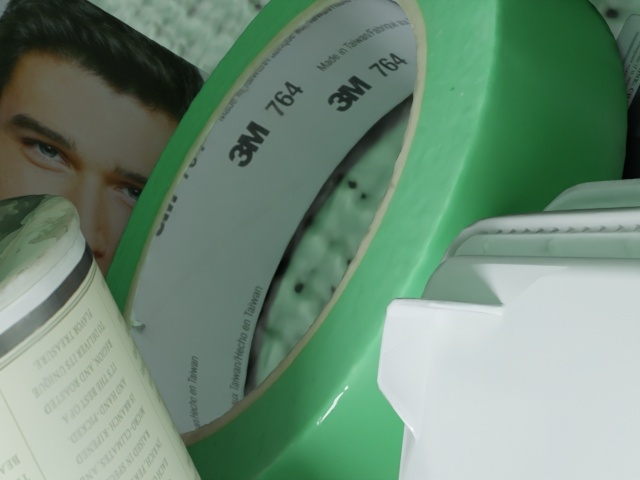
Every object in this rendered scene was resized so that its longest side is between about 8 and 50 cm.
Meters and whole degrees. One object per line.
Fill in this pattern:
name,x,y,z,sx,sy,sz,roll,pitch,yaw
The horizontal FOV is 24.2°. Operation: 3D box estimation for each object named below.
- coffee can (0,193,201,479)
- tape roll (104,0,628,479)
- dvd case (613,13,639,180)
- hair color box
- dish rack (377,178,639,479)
coffee can,-0.118,0.150,0.516,0.202,0.275,0.201,-21,16,6
tape roll,0.000,0.000,0.695,0.321,0.077,0.321,-44,31,34
dvd case,0.162,0.005,0.538,0.239,0.030,0.179,17,79,59
hair color box,-0.175,0.041,0.832,0.114,0.185,0.374,-28,43,43
dish rack,0.082,0.118,0.377,0.333,0.072,0.285,180,98,-70
